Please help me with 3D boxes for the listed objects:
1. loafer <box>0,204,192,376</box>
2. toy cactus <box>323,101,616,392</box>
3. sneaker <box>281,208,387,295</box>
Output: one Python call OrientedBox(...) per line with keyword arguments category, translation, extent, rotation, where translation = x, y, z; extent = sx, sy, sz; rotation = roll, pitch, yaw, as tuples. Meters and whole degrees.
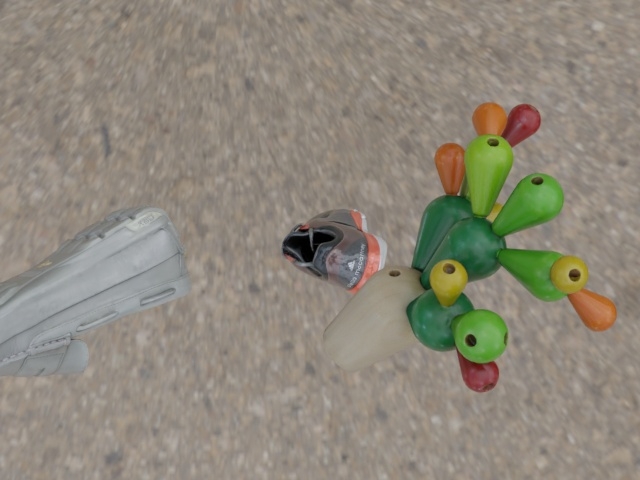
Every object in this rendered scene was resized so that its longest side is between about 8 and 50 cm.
OrientedBox(category="loafer", translation=(-0.254, 0.081, 1.397), extent=(0.319, 0.112, 0.111), rotation=(-32, 106, -24))
OrientedBox(category="toy cactus", translation=(0.082, 0.020, 0.911), extent=(0.112, 0.219, 0.180), rotation=(35, 122, -27))
OrientedBox(category="sneaker", translation=(0.000, 0.000, 1.162), extent=(0.064, 0.158, 0.061), rotation=(17, 92, -18))
